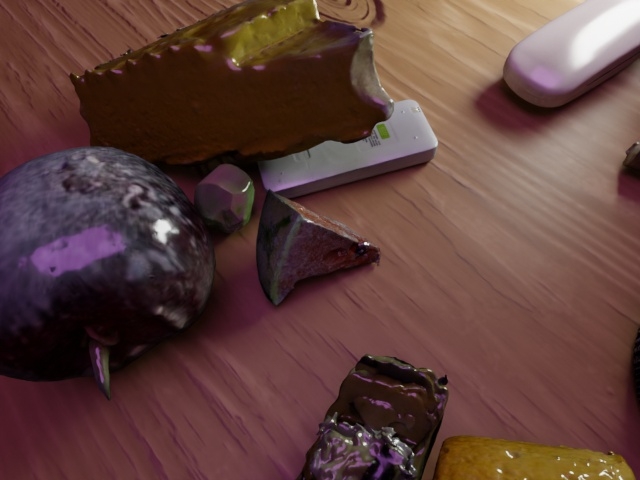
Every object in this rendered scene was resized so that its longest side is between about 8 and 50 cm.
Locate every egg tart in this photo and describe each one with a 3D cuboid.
[{"bbox_3d":[0.159,0.259,0.365,0.147,0.202,0.202,8,63,21],"label":"egg tart"}]

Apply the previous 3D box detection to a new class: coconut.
[{"bbox_3d":[-0.125,-0.050,0.590,0.083,0.082,0.081,-6,41,35],"label":"coconut"}]

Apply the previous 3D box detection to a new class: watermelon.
[{"bbox_3d":[-0.011,-0.015,0.553,0.158,0.121,0.098,-18,42,-10],"label":"watermelon"}]

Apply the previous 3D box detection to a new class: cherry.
[{"bbox_3d":[-0.247,0.025,0.486,0.255,0.218,0.296,-25,51,-5],"label":"cherry"}]

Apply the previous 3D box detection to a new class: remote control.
[{"bbox_3d":[0.034,-0.130,0.645,0.250,0.034,0.103,-17,62,-4],"label":"remote control"}]

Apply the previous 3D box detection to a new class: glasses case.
[{"bbox_3d":[0.409,-0.298,0.684,0.297,0.075,0.113,-32,67,-11],"label":"glasses case"}]

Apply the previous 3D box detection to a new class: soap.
[{"bbox_3d":[-0.134,-0.166,0.565,0.339,0.169,0.304,-31,38,-12],"label":"soap"}]

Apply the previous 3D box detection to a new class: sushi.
[{"bbox_3d":[0.018,0.242,0.408,0.139,0.131,0.291,19,76,13],"label":"sushi"}]

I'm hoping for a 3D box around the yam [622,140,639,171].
[{"bbox_3d":[0.520,-0.076,0.576,0.241,0.057,0.056,22,67,15],"label":"yam"}]

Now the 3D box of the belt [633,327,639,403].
[{"bbox_3d":[0.465,0.168,0.422,0.260,0.122,0.324,-25,61,-1],"label":"belt"}]
